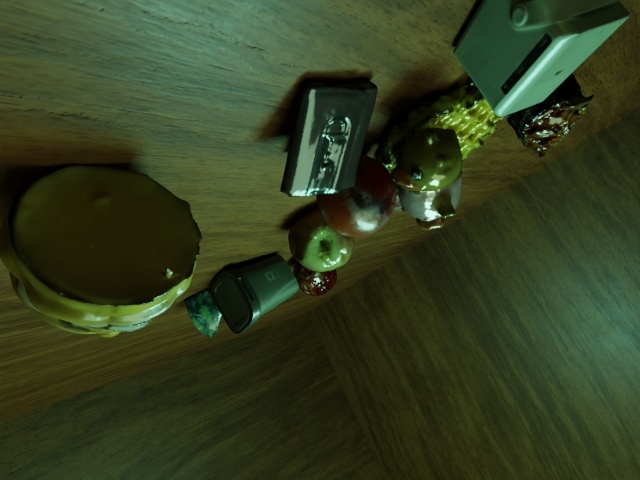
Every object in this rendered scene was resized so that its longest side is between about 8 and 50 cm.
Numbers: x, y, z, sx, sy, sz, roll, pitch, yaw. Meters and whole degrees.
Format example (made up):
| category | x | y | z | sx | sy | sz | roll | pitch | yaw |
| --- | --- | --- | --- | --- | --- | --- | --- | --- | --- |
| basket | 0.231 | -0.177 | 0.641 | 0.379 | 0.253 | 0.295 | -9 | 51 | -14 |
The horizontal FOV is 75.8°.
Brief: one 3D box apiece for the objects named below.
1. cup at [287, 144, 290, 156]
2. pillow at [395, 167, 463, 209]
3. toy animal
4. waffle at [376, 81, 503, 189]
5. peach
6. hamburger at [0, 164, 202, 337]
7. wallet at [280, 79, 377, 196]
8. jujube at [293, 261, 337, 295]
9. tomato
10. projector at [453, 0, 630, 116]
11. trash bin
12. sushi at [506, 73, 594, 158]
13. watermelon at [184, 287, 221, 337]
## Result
| category | x | y | z | sx | sy | sz | roll | pitch | yaw |
| --- | --- | --- | --- | --- | --- | --- | --- | --- | --- |
| cup | -0.018 | -0.185 | 0.903 | 0.116 | 0.074 | 0.104 | -22 | -170 | -35 |
| pillow | 0.279 | -0.152 | 1.184 | 0.135 | 0.049 | 0.248 | -9 | 159 | -39 |
| toy animal | 0.254 | -0.152 | 0.962 | 0.169 | 0.195 | 0.281 | -38 | 148 | 1 |
| waffle | 0.322 | -0.275 | 1.113 | 0.379 | 0.095 | 0.382 | -21 | 163 | -9 |
| peach | 0.000 | 0.000 | 1.344 | 0.214 | 0.214 | 0.235 | -25 | -177 | -7 |
| hamburger | -0.357 | 0.036 | 0.682 | 0.276 | 0.276 | 0.237 | -13 | 158 | -43 |
| wallet | 0.020 | -0.193 | 0.797 | 0.181 | 0.049 | 0.229 | -13 | 134 | -33 |
| jujube | -0.015 | 0.152 | 1.828 | 0.197 | 0.197 | 0.290 | -29 | 164 | 8 |
| tomato | 0.093 | -0.112 | 1.041 | 0.208 | 0.208 | 0.184 | -23 | -179 | -12 |
| projector | 0.372 | -0.366 | 0.712 | 0.163 | 0.177 | 0.242 | -25 | 167 | -16 |
| trash bin | -0.238 | 0.185 | 1.536 | 0.250 | 0.220 | 0.219 | -25 | 169 | -37 |
| sushi | 0.653 | -0.375 | 1.183 | 0.196 | 0.182 | 0.343 | -40 | 165 | 20 |
| watermelon | -0.417 | 0.274 | 1.642 | 0.136 | 0.208 | 0.202 | -4 | -168 | 22 |
